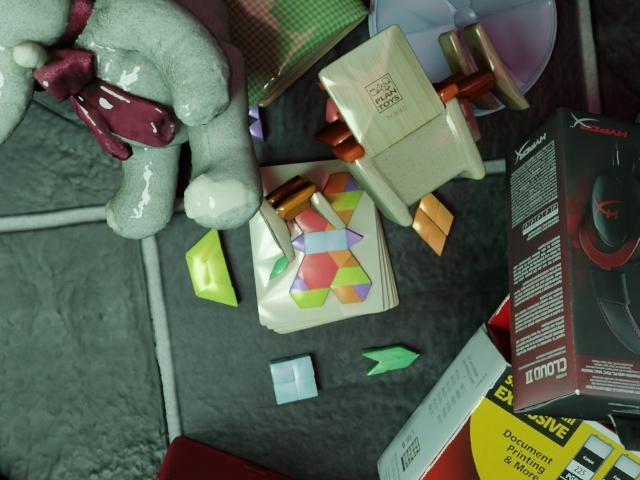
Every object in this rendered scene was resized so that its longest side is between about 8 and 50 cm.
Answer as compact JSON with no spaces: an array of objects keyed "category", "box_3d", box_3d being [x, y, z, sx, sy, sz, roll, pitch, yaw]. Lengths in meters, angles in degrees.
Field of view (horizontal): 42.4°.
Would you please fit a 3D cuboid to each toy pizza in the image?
[{"category":"toy pizza","box_3d":[0.149,-0.231,0.874,0.201,0.032,0.201,0,93,-5]}]

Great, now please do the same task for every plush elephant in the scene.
[{"category":"plush elephant","box_3d":[-0.207,-0.158,0.688,0.255,0.272,0.330,1,95,-32]}]

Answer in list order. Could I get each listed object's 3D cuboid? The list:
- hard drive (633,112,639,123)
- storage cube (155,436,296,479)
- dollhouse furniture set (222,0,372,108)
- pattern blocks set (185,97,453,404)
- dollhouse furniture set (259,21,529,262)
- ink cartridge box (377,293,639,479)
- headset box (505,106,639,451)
[{"category":"hard drive","box_3d":[0.407,-0.007,0.907,0.233,0.047,0.353,31,90,-7]},{"category":"storage cube","box_3d":[-0.096,0.331,0.804,0.215,0.193,0.183,24,91,-6]},{"category":"dollhouse furniture set","box_3d":[-0.021,-0.303,0.777,0.301,0.151,0.197,-43,86,-1]},{"category":"pattern blocks set","box_3d":[0.000,0.000,0.876,0.285,0.026,0.324,-22,96,-4]},{"category":"dollhouse furniture set","box_3d":[0.046,-0.106,0.732,0.262,0.259,0.135,-33,102,-2]},{"category":"ink cartridge box","box_3d":[0.261,0.232,0.842,0.309,0.130,0.272,32,102,-7]},{"category":"headset box","box_3d":[0.293,0.047,0.755,0.218,0.110,0.293,9,68,-13]}]
